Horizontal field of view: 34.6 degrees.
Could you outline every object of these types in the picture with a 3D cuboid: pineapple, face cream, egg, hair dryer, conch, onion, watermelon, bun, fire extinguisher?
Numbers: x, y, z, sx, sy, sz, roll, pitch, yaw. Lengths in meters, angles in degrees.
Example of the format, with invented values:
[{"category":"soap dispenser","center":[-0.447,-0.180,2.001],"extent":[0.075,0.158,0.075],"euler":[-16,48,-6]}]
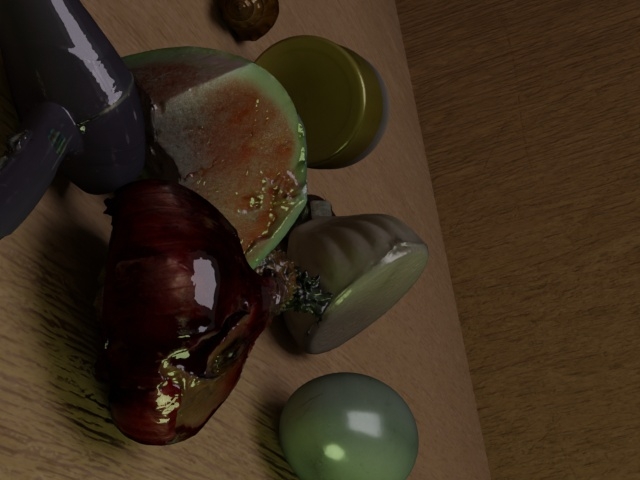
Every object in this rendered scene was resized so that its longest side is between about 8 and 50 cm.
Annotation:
[{"category":"pineapple","center":[-0.059,0.066,1.421],"extent":[0.197,0.108,0.108],"euler":[25,48,-44]},{"category":"face cream","center":[-0.006,-0.231,1.755],"extent":[0.179,0.218,0.218],"euler":[-9,83,-73]},{"category":"egg","center":[0.038,0.279,1.465],"extent":[0.264,0.182,0.183],"euler":[36,40,-57]},{"category":"hair dryer","center":[-0.279,-0.105,0.907],"extent":[0.361,0.121,0.301],"euler":[-75,153,-48]},{"category":"conch","center":[-0.111,-0.415,1.813],"extent":[0.109,0.093,0.330],"euler":[64,16,-10]},{"category":"onion","center":[-0.129,0.074,1.042],"extent":[0.272,0.195,0.272],"euler":[177,-90,-88]},{"category":"watermelon","center":[-0.135,-0.080,1.207],"extent":[0.180,0.224,0.305],"euler":[-62,152,-43]},{"category":"bun","center":[0.028,0.039,1.627],"extent":[0.175,0.263,0.263],"euler":[51,9,19]},{"category":"fire extinguisher","center":[0.000,0.000,1.771],"extent":[0.269,0.104,0.105],"euler":[55,24,-51]}]
